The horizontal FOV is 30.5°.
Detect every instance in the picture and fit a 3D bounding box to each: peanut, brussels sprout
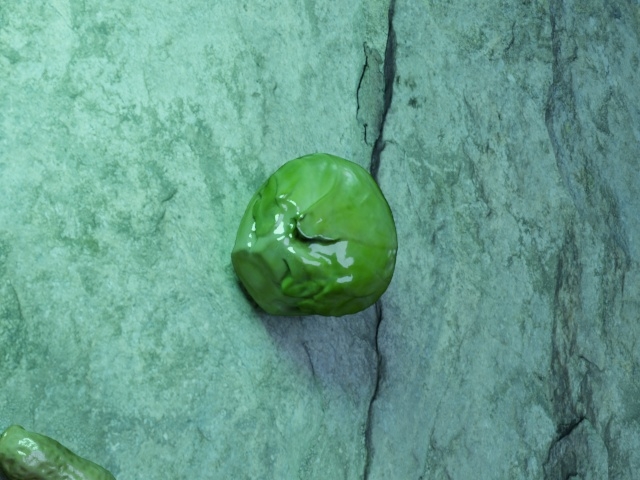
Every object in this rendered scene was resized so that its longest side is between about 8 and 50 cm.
[{"bbox_3d":[-0.387,0.346,1.743,0.214,0.100,0.099,44,49,-27],"label":"peanut"},{"bbox_3d":[0.000,0.000,2.154,0.328,0.247,0.327,12,64,-26],"label":"brussels sprout"}]
